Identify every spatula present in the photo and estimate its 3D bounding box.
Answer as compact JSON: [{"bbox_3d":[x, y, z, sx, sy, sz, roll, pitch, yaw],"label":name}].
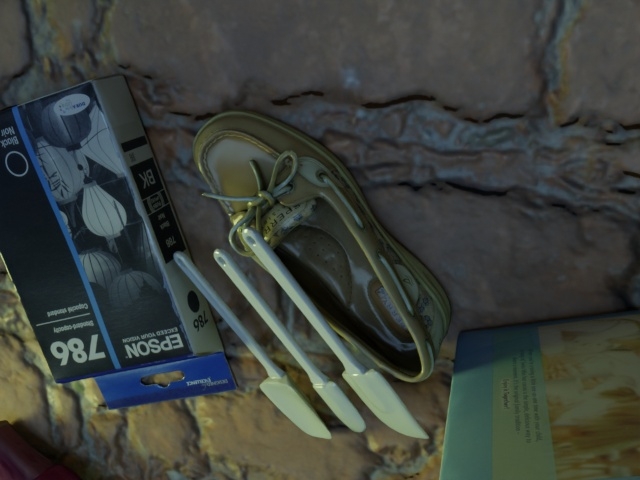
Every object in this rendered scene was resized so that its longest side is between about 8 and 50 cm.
[{"bbox_3d":[-0.030,0.094,0.608,0.168,0.019,0.242,-13,120,51],"label":"spatula"}]

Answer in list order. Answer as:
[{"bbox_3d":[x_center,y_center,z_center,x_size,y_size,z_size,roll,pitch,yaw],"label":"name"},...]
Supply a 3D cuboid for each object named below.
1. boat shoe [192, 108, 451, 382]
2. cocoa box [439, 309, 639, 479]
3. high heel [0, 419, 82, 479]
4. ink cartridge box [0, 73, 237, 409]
[{"bbox_3d":[0.000,0.000,0.583,0.285,0.089,0.104,41,113,-2],"label":"boat shoe"},{"bbox_3d":[0.214,0.217,0.465,0.231,0.347,0.228,-11,105,17],"label":"cocoa box"},{"bbox_3d":[-0.401,0.395,0.788,0.181,0.127,0.377,40,110,10],"label":"high heel"},{"bbox_3d":[-0.211,0.026,0.659,0.165,0.065,0.332,-14,105,17],"label":"ink cartridge box"}]
